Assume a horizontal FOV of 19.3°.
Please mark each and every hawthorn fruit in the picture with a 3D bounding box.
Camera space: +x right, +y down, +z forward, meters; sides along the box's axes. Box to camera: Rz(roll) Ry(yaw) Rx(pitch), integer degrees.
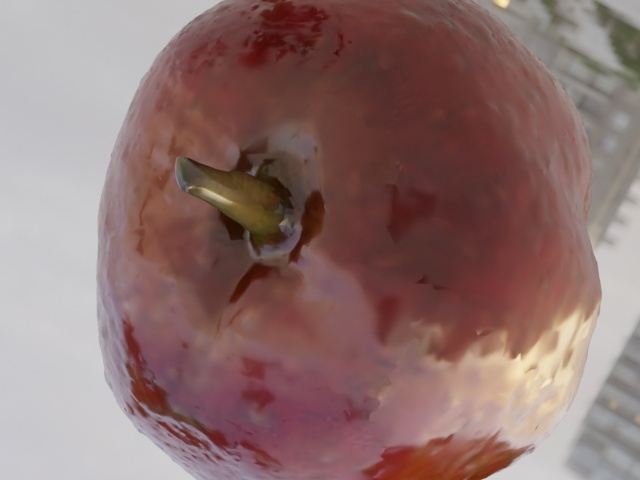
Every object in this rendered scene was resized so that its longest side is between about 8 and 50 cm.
[{"bbox_3d":[0.000,0.000,0.939,0.287,0.287,0.330,33,-178,22],"label":"hawthorn fruit"}]
